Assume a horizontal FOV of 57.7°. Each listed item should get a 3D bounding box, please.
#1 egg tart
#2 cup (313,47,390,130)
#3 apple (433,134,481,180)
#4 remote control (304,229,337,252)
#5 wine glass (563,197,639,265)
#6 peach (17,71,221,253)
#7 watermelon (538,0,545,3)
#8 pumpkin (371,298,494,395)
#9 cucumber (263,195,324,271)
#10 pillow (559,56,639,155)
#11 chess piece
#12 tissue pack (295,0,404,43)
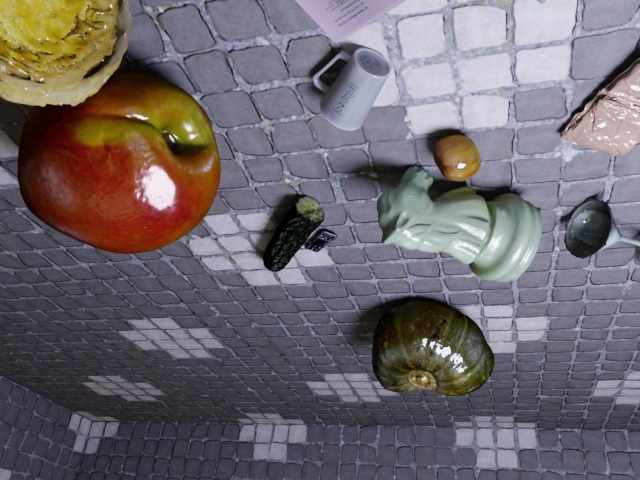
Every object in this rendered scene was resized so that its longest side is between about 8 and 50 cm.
[{"bbox_3d":[-0.362,-0.292,0.693,0.107,0.290,0.290,12,154,30],"label":"egg tart"},{"bbox_3d":[0.041,-0.239,0.887,0.104,0.074,0.116,39,140,2],"label":"cup"},{"bbox_3d":[0.234,-0.142,0.990,0.071,0.084,0.084,-28,142,3],"label":"apple"},{"bbox_3d":[0.000,0.000,1.313,0.039,0.014,0.096,21,146,-22],"label":"remote control"},{"bbox_3d":[0.582,-0.002,1.122,0.183,0.122,0.122,15,147,-17],"label":"wine glass"},{"bbox_3d":[-0.323,-0.118,0.930,0.333,0.307,0.308,-7,147,38],"label":"peach"},{"bbox_3d":[0.242,-0.415,0.457,0.222,0.292,0.319,32,178,-1],"label":"watermelon"},{"bbox_3d":[0.279,0.254,1.528,0.325,0.242,0.232,-5,117,25],"label":"pumpkin"},{"bbox_3d":[-0.072,0.003,1.275,0.072,0.072,0.300,16,146,-15],"label":"cucumber"},{"bbox_3d":[0.481,-0.209,0.877,0.126,0.043,0.232,18,149,-9],"label":"pillow"},{"bbox_3d":[0.237,-0.037,1.063,0.298,0.175,0.176,17,146,-19],"label":"chess piece"},{"bbox_3d":[0.071,-0.354,0.663,0.247,0.092,0.149,-20,138,35],"label":"tissue pack"}]
